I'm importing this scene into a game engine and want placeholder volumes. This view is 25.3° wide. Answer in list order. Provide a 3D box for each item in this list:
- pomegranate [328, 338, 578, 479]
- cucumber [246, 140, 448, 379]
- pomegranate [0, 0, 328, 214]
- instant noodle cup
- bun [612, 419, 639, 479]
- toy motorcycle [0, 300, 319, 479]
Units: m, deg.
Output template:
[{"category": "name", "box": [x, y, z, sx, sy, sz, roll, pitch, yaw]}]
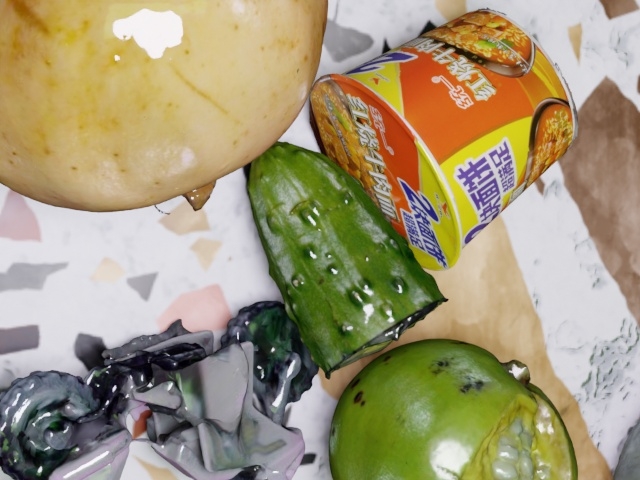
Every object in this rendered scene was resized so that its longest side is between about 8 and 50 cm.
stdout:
[{"category": "pomegranate", "box": [0.102, 0.240, 1.320, 0.236, 0.236, 0.301, 26, 86, -18]}, {"category": "cucumber", "box": [0.002, -0.002, 1.319, 0.134, 0.134, 0.244, -32, 80, -12]}, {"category": "pomegranate", "box": [-0.159, -0.162, 1.170, 0.338, 0.338, 0.338, -2, 96, -17]}, {"category": "instant noodle cup", "box": [0.119, -0.104, 1.314, 0.174, 0.213, 0.213, -35, 104, -20]}, {"category": "bun", "box": [0.451, 0.257, 1.374, 0.362, 0.362, 0.211, -60, 149, -4]}, {"category": "toy motorcycle", "box": [-0.132, 0.175, 1.281, 0.327, 0.143, 0.188, -16, 103, -32]}]
